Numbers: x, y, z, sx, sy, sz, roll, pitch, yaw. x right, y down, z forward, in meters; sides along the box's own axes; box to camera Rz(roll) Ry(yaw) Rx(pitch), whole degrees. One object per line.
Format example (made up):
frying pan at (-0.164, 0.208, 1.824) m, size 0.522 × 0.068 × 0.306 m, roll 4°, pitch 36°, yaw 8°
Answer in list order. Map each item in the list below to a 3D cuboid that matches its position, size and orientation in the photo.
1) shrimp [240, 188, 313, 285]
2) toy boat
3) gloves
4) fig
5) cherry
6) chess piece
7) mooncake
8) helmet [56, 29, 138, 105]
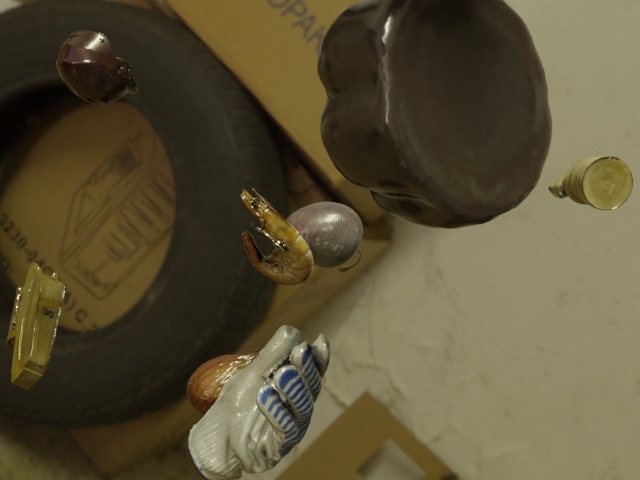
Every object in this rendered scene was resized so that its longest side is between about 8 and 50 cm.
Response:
shrimp at (-0.074, -0.002, 1.284) m, size 0.162 × 0.095 × 0.045 m, roll 52°, pitch 47°, yaw -12°
toy boat at (-0.485, 0.144, 1.500) m, size 0.068 × 0.088 × 0.226 m, roll 37°, pitch 40°, yaw -41°
gloves at (-0.060, 0.179, 0.972) m, size 0.097 × 0.229 × 0.119 m, roll 8°, pitch 45°, yaw -40°
fig at (-0.150, 0.245, 1.633) m, size 0.146 × 0.201 × 0.134 m, roll 23°, pitch 17°, yaw -40°
cherry at (-0.006, 0.003, 1.538) m, size 0.115 × 0.148 × 0.188 m, roll 66°, pitch -26°, yaw 8°
chess piece at (0.462, -0.104, 1.545) m, size 0.090 × 0.090 × 0.200 m, roll 43°, pitch 3°, yaw -7°
mooncake at (0.110, -0.134, 0.857) m, size 0.245 × 0.245 × 0.133 m, roll 35°, pitch -20°, yaw -34°
helmet at (-0.322, -0.234, 1.258) m, size 0.098 × 0.070 × 0.123 m, roll 5°, pitch -42°, yaw 44°
